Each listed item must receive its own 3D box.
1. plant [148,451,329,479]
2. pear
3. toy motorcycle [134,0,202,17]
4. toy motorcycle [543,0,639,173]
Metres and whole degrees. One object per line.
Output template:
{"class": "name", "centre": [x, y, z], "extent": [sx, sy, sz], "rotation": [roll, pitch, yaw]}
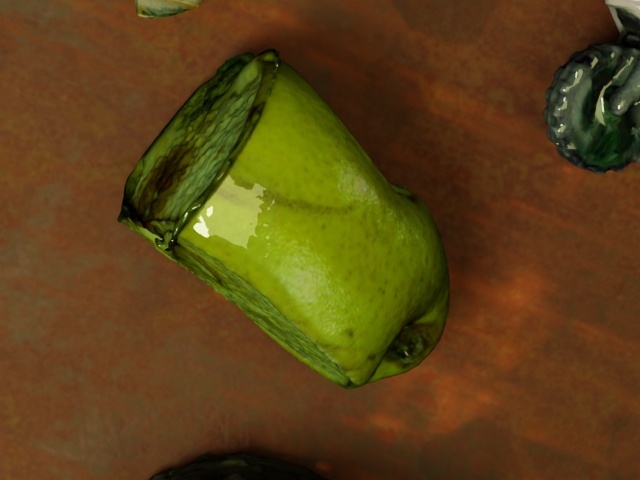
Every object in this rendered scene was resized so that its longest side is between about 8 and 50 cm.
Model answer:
{"class": "plant", "centre": [-0.036, 0.287, 1.229], "extent": [0.215, 0.312, 0.213], "rotation": [1, 103, -17]}
{"class": "pear", "centre": [0.000, 0.000, 1.226], "extent": [0.255, 0.238, 0.164], "rotation": [40, 83, -15]}
{"class": "toy motorcycle", "centre": [-0.144, -0.251, 1.226], "extent": [0.229, 0.094, 0.130], "rotation": [36, 91, -11]}
{"class": "toy motorcycle", "centre": [0.332, -0.130, 1.336], "extent": [0.327, 0.143, 0.188], "rotation": [8, 97, -22]}
